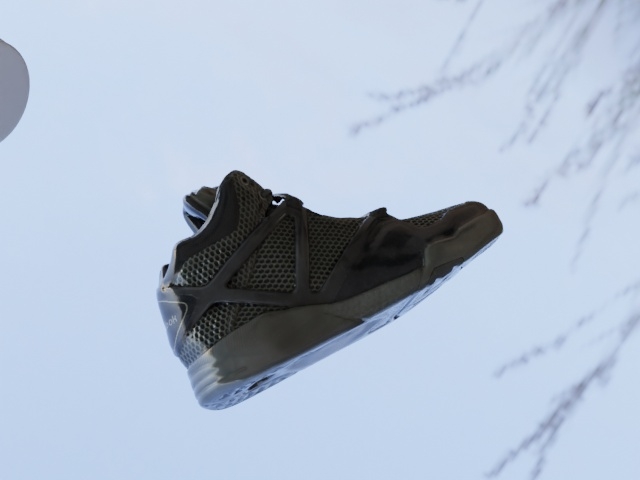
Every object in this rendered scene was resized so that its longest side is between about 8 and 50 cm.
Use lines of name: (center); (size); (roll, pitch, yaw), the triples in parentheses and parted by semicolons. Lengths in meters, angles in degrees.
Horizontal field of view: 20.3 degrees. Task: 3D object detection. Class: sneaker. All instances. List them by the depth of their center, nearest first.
sneaker: (0.000, 0.000, 1.084); (0.227, 0.087, 0.130); (-24, -102, -21)

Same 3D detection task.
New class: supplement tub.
supplement tub: (-0.230, -0.099, 1.048); (0.107, 0.071, 0.071); (25, -157, 37)
